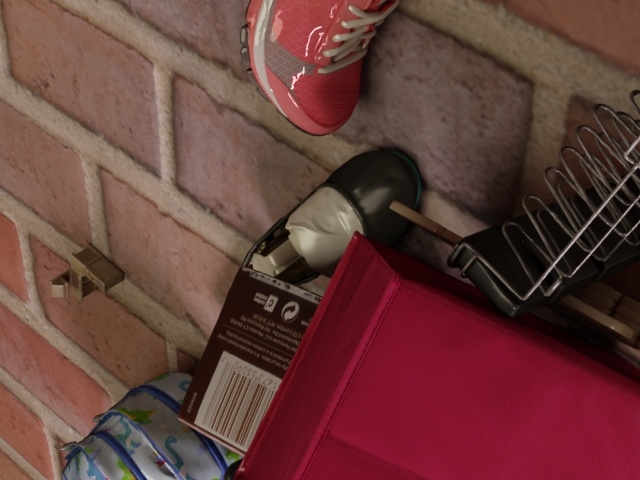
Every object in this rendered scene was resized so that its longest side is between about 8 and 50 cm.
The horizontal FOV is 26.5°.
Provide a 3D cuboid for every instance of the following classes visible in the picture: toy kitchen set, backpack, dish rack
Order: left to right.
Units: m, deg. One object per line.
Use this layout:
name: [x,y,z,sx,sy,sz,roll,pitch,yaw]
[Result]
toy kitchen set: [-0.318,0.066,1.846,0.075,0.068,0.083,38,143,26]
backpack: [-0.206,0.326,1.795,0.290,0.273,0.355,56,135,13]
dish rack: [0.229,-0.055,0.932,0.074,0.208,0.271,55,143,18]

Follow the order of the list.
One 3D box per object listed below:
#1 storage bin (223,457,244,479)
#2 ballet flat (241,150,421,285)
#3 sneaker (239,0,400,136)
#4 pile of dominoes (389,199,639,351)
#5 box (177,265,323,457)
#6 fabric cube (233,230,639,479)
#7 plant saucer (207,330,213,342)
storage bin: [-0.022,0.323,1.532,0.084,0.122,0.180,-2,105,52]
ballet flat: [0.000,0.000,1.362,0.095,0.096,0.280,56,146,3]
sneaker: [0.013,-0.211,1.152,0.136,0.116,0.313,28,137,34]
pile of dominoes: [0.201,0.034,1.118,0.251,0.040,0.196,31,-178,36]
box: [0.006,0.146,1.333,0.168,0.167,0.203,20,177,41]
fabric cube: [0.100,0.171,1.081,0.258,0.259,0.254,25,-174,-8]
plant saucer: [-0.036,0.136,1.568,0.188,0.045,0.188,48,146,13]
